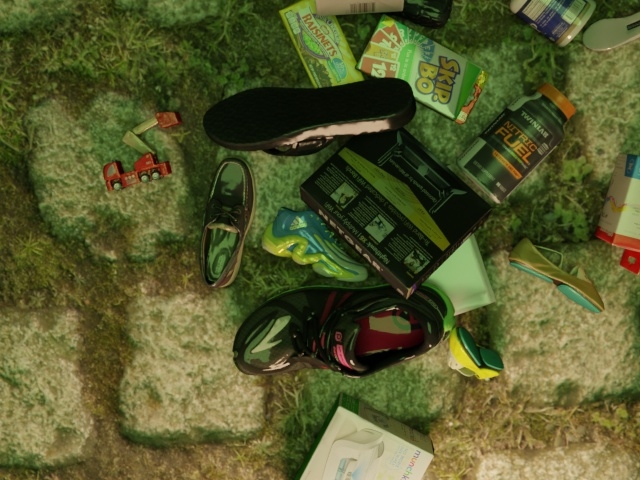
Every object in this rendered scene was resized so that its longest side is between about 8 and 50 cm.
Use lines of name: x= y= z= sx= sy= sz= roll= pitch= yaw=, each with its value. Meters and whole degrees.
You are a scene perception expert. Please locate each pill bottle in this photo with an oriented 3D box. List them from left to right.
pill bottle: x=0.403 y=-0.205 z=1.889 sx=0.130 sy=0.130 sz=0.246 roll=43 pitch=97 yaw=-3
pill bottle: x=0.445 y=-0.484 z=1.859 sx=0.186 sy=0.112 sz=0.112 roll=37 pitch=98 yaw=-2

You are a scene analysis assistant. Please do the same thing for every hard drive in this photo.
hard drive: x=0.228 y=0.016 z=1.972 sx=0.203 sy=0.040 sz=0.308 roll=-19 pitch=97 yaw=5

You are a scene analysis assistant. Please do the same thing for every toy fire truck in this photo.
toy fire truck: x=-0.377 y=-0.190 z=1.967 sx=0.192 sy=0.047 sz=0.135 roll=-15 pitch=96 yaw=5

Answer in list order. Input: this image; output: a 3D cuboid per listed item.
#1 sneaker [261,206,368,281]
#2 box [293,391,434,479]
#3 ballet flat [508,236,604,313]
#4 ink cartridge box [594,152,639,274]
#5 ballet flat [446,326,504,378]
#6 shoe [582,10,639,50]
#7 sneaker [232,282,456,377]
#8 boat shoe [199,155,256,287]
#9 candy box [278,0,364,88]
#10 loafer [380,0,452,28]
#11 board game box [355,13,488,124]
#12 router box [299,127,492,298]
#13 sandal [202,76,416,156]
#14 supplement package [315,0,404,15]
sneaker: x=0.000 y=0.000 z=1.954 sx=0.240 sy=0.091 sz=0.126 roll=20 pitch=97 yaw=1
box: x=0.083 y=0.502 z=2.003 sx=0.231 sy=0.127 sz=0.262 roll=28 pitch=97 yaw=0
ballet flat: x=0.508 y=0.069 z=1.951 sx=0.232 sy=0.080 sz=0.073 roll=30 pitch=83 yaw=-3
ink cartridge box: x=0.631 y=-0.057 z=1.896 sx=0.078 sy=0.134 sz=0.231 roll=14 pitch=97 yaw=0
ballet flat: x=0.307 y=0.244 z=1.928 sx=0.077 sy=0.231 sz=0.077 roll=-27 pitch=57 yaw=21
shoe: x=0.629 y=-0.427 z=1.885 sx=0.178 sy=0.081 sz=0.064 roll=-16 pitch=84 yaw=34
sneaker: x=0.032 y=0.186 z=1.908 sx=0.482 sy=0.202 sz=0.185 roll=-14 pitch=98 yaw=15
boat shoe: x=-0.199 y=-0.035 z=1.957 sx=0.102 sy=0.092 sz=0.285 roll=12 pitch=98 yaw=1
candy box: x=0.003 y=-0.405 z=1.932 sx=0.105 sy=0.027 sz=0.206 roll=-26 pitch=96 yaw=2
loafer: x=0.160 y=-0.499 z=1.894 sx=0.223 sy=0.076 sz=0.078 roll=18 pitch=79 yaw=4
board game box: x=0.213 y=-0.350 z=1.918 sx=0.259 sy=0.039 sz=0.124 roll=27 pitch=95 yaw=-8
router box: x=0.149 y=-0.075 z=1.867 sx=0.243 sy=0.081 sz=0.309 roll=-43 pitch=76 yaw=-12
sandal: x=-0.025 y=-0.231 z=1.889 sx=0.445 sy=0.168 sz=0.107 roll=-3 pitch=138 yaw=14
supplement package: x=0.069 y=-0.607 z=1.789 sx=0.177 sy=0.175 sz=0.293 roll=-2 pitch=79 yaw=3
